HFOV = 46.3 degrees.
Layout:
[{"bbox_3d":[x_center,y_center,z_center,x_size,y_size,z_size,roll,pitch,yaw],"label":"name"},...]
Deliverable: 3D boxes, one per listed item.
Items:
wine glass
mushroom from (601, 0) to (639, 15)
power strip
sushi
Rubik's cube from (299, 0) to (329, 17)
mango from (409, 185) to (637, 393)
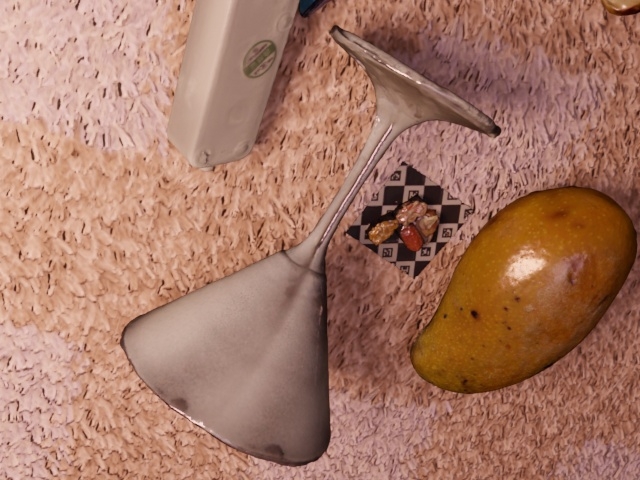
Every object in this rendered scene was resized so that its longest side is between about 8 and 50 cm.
[{"bbox_3d":[0.000,0.000,0.811,0.267,0.267,0.406,29,101,-22],"label":"wine glass"},{"bbox_3d":[0.284,-0.382,0.771,0.107,0.087,0.333,-37,114,8],"label":"mushroom"},{"bbox_3d":[-0.072,-0.225,0.725,0.091,0.062,0.385,-19,143,-43],"label":"power strip"},{"bbox_3d":[0.117,-0.018,0.939,0.126,0.026,0.120,33,104,-23],"label":"sushi"},{"bbox_3d":[0.076,-0.320,0.708,0.190,0.178,0.211,-12,118,-9],"label":"Rubik's cube"},{"bbox_3d":[0.253,0.077,0.940,0.176,0.175,0.330,36,109,22],"label":"mango"}]
